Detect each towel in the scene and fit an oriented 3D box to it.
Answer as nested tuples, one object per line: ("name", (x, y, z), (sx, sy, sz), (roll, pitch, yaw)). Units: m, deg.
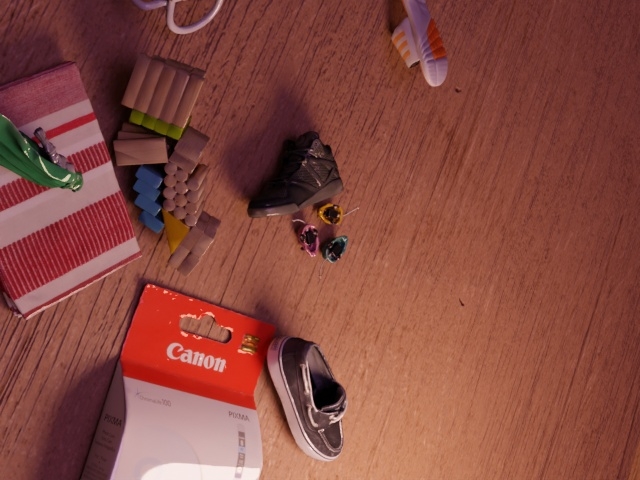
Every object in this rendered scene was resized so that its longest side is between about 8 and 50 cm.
("towel", (-0.412, -0.076, 1.476), (0.237, 0.037, 0.329), (-31, 116, -36))

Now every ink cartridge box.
("ink cartridge box", (-0.214, 0.299, 1.667), (0.308, 0.091, 0.385), (24, 80, -42))

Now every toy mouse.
("toy mouse", (0.000, 0.000, 1.864), (0.161, 0.031, 0.143), (4, 92, -42))

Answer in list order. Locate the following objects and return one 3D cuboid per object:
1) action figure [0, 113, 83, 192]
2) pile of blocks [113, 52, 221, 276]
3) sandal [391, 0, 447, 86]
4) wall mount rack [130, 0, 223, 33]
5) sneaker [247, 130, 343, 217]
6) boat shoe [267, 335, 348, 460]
("action figure", (-0.417, -0.126, 1.375), (0.232, 0.137, 0.063), (38, 57, -49))
("pile of blocks", (-0.243, -0.128, 1.596), (0.112, 0.149, 0.362), (-80, 169, -69))
("sandal", (0.178, -0.423, 1.956), (0.102, 0.076, 0.265), (-7, 79, -56))
("wall mount rack", (-0.165, -0.498, 1.521), (0.304, 0.130, 0.350), (-30, 159, -34))
("sneaker", (-0.055, -0.118, 1.766), (0.227, 0.087, 0.130), (-27, 111, -41))
("boat shoe", (0.000, 0.300, 1.836), (0.108, 0.102, 0.301), (-52, 132, -44))
